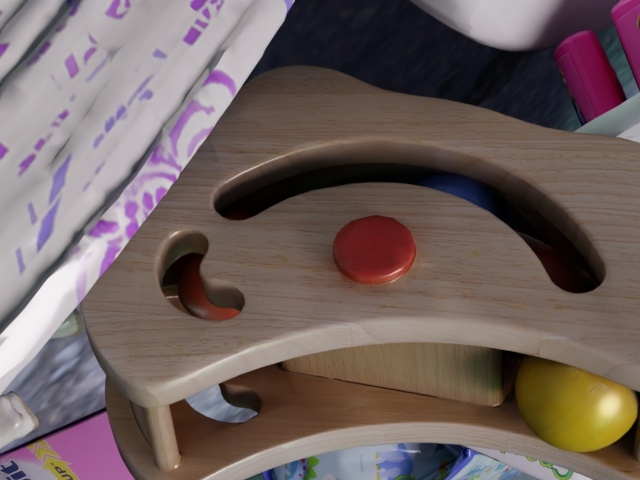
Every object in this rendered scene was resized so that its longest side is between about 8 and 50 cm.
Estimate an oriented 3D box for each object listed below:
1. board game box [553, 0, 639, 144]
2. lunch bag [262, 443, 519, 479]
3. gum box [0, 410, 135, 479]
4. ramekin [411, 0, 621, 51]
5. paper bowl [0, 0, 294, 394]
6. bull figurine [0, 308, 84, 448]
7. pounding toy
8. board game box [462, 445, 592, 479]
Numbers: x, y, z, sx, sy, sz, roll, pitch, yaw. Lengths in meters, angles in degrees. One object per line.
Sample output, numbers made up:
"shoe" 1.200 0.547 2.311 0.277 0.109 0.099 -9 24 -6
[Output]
"board game box" 0.163 -0.038 0.899 0.390 0.050 0.390 -12 168 -38
"lunch bag" 0.053 0.135 1.157 0.151 0.096 0.129 -11 174 28
"gum box" -0.151 0.184 0.990 0.107 0.062 0.188 -22 148 -44
"ramekin" 0.097 -0.201 0.673 0.277 0.135 0.277 -37 156 -20
"paper bowl" -0.145 -0.026 0.442 0.284 0.148 0.284 -45 -165 15
"bull figurine" -0.187 0.126 0.785 0.188 0.101 0.310 -40 159 -24
"pounding toy" 0.000 0.000 0.633 0.155 0.269 0.154 85 24 -51
"board game box" 0.142 0.083 1.157 0.305 0.193 0.053 -1 109 -59
